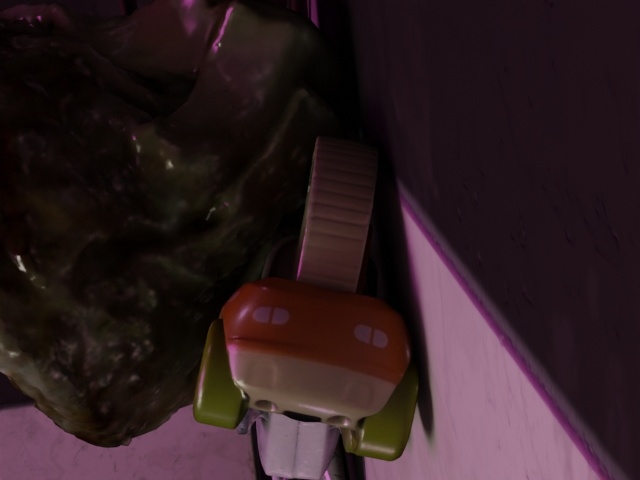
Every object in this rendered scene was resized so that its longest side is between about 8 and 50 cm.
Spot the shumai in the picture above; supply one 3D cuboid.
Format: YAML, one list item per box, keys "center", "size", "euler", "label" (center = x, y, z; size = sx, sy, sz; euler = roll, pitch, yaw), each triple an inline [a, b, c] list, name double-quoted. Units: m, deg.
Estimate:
- center: [-0.138, -0.067, 1.308]
  size: [0.395, 0.348, 0.395]
  euler: [57, -171, -14]
  label: "shumai"

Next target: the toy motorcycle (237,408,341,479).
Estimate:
- center: [-0.019, 0.137, 1.573]
  size: [0.171, 0.110, 0.260]
  euler: [-87, 1, -46]
  label: "toy motorcycle"

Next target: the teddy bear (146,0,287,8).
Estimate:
- center: [-0.075, -0.165, 1.647]
  size: [0.177, 0.140, 0.190]
  euler: [39, -153, -58]
  label: "teddy bear"

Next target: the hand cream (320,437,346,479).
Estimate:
- center: [0.004, 0.205, 1.750]
  size: [0.067, 0.042, 0.194]
  euler: [121, 136, -68]
  label: "hand cream"

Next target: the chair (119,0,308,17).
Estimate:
- center: [-0.108, -0.291, 1.467]
  size: [0.272, 0.188, 0.166]
  euler: [85, 174, -55]
  label: "chair"

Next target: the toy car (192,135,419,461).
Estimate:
- center: [0.001, 0.037, 1.187]
  size: [0.235, 0.145, 0.235]
  euler: [-168, 90, -88]
  label: "toy car"
